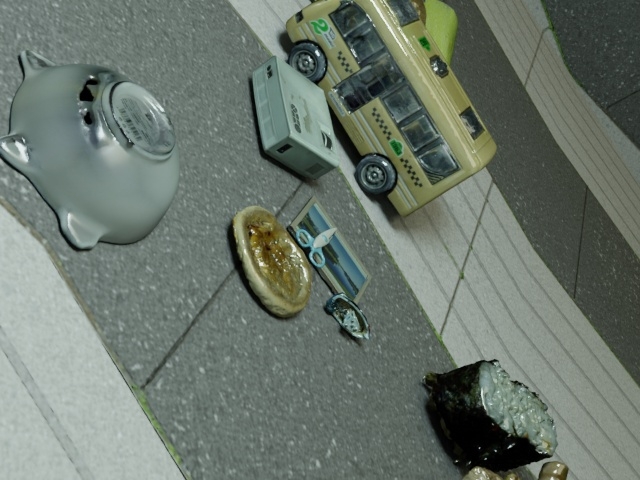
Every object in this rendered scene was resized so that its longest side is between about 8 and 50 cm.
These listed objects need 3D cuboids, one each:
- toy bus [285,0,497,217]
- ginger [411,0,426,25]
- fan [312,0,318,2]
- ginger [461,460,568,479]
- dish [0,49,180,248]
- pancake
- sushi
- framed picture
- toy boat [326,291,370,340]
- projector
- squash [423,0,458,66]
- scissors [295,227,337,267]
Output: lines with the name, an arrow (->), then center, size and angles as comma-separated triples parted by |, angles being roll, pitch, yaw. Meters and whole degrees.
toy bus -> 0.114, -0.237, 1.560 | 0.365, 0.202, 0.177 | 57, 29, -5
ginger -> 0.087, -0.433, 1.764 | 0.270, 0.123, 0.218 | 6, 55, -49
fan -> 0.025, -0.428, 1.794 | 0.229, 0.011, 0.335 | 26, 41, -48
ginger -> 0.226, 0.378, 1.291 | 0.333, 0.080, 0.166 | 10, 90, -54
dish -> -0.218, -0.108, 1.009 | 0.228, 0.086, 0.236 | 16, 51, -53
pancake -> -0.061, 0.023, 1.213 | 0.151, 0.025, 0.151 | 40, 35, -36
sushi -> 0.245, 0.266, 1.401 | 0.212, 0.115, 0.147 | 34, 35, -40
framed picture -> 0.015, 0.018, 1.358 | 0.149, 0.011, 0.109 | 54, 28, -11
toy boat -> 0.040, 0.102, 1.293 | 0.083, 0.038, 0.038 | 48, 30, -24
projector -> -0.039, -0.171, 1.391 | 0.115, 0.061, 0.147 | 27, 42, -45
squash -> 0.186, -0.317, 1.882 | 0.137, 0.137, 0.287 | 39, 49, -36
scissors -> 0.000, 0.000, 1.316 | 0.058, 0.014, 0.119 | 55, 24, -2
